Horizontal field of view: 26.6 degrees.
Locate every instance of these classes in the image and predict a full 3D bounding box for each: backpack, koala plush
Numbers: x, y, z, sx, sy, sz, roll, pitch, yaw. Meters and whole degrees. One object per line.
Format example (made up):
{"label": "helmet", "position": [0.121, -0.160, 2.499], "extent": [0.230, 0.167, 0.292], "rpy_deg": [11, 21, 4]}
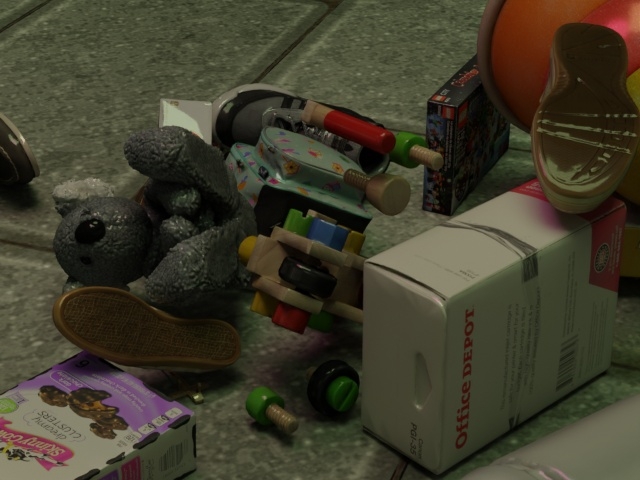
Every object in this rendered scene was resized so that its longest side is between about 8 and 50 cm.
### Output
{"label": "backpack", "position": [-0.040, -0.060, 1.672], "extent": [0.166, 0.144, 0.188], "rpy_deg": [14, 9, -32]}
{"label": "koala plush", "position": [-0.201, -0.003, 1.514], "extent": [0.221, 0.196, 0.203], "rpy_deg": [-14, -11, 18]}

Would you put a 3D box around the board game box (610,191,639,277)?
{"label": "board game box", "position": [0.444, -0.023, 1.678], "extent": [0.316, 0.064, 0.242], "rpy_deg": [5, 22, 7]}

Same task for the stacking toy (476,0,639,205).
{"label": "stacking toy", "position": [0.406, -0.146, 1.602], "extent": [0.351, 0.350, 0.480], "rpy_deg": [-5, 41, -9]}

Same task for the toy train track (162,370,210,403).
{"label": "toy train track", "position": [-0.149, 0.148, 1.443], "extent": [0.048, 0.014, 0.083], "rpy_deg": [-18, 34, -30]}

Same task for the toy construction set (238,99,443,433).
{"label": "toy construction set", "position": [0.000, 0.000, 1.446], "extent": [0.257, 0.309, 0.237], "rpy_deg": [-11, 26, -36]}

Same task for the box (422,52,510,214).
{"label": "box", "position": [0.204, -0.156, 1.841], "extent": [0.044, 0.159, 0.233], "rpy_deg": [14, 32, 22]}

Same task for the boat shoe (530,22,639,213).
{"label": "boat shoe", "position": [0.273, -0.115, 1.427], "extent": [0.109, 0.098, 0.302], "rpy_deg": [9, 41, 4]}

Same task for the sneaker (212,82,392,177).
{"label": "sneaker", "position": [-0.011, -0.139, 1.795], "extent": [0.268, 0.101, 0.153], "rpy_deg": [6, 12, -35]}

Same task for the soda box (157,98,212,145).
{"label": "soda box", "position": [-0.171, -0.070, 1.674], "extent": [0.069, 0.074, 0.216], "rpy_deg": [3, 56, -8]}

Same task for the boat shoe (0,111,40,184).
{"label": "boat shoe", "position": [-0.488, -0.134, 1.857], "extent": [0.095, 0.112, 0.335], "rpy_deg": [-34, 36, -20]}

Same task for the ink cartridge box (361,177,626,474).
{"label": "ink cartridge box", "position": [0.176, 0.077, 1.377], "extent": [0.283, 0.207, 0.117], "rpy_deg": [-24, 36, -37]}

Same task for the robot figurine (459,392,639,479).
{"label": "robot figurine", "position": [0.227, 0.247, 1.085], "extent": [0.353, 0.199, 0.300], "rpy_deg": [-18, 12, -30]}

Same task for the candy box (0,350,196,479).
{"label": "candy box", "position": [-0.244, 0.200, 1.289], "extent": [0.165, 0.070, 0.196], "rpy_deg": [24, 36, 35]}

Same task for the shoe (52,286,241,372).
{"label": "shoe", "position": [-0.185, 0.101, 1.396], "extent": [0.219, 0.076, 0.058], "rpy_deg": [18, -28, -36]}

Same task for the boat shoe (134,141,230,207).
{"label": "boat shoe", "position": [-0.184, -0.097, 1.793], "extent": [0.095, 0.095, 0.257], "rpy_deg": [8, 30, 12]}
